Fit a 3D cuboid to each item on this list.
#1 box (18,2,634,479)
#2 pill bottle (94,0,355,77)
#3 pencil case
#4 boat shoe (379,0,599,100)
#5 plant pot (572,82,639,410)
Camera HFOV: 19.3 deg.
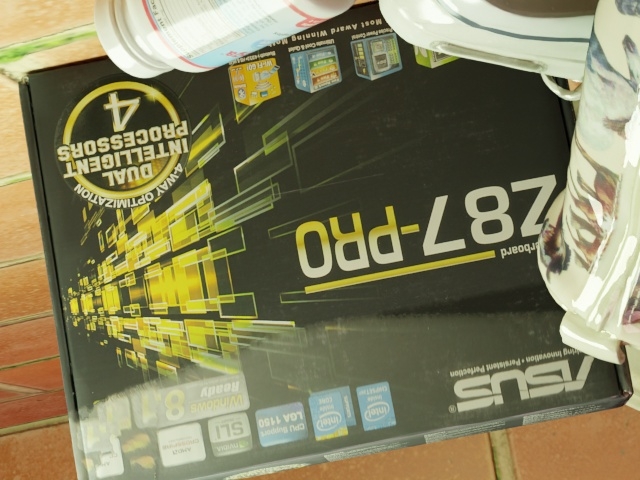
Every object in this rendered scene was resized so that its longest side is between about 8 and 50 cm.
[{"bbox_3d":[0.000,0.000,1.362,0.395,0.318,0.097,-10,170,3],"label":"box"},{"bbox_3d":[-0.059,-0.152,1.128,0.160,0.087,0.087,-19,166,39],"label":"pill bottle"},{"bbox_3d":[0.221,-0.099,1.064,0.183,0.160,0.410,-35,150,-27],"label":"pencil case"},{"bbox_3d":[0.202,-0.151,1.259,0.367,0.135,0.156,-1,166,-28],"label":"boat shoe"},{"bbox_3d":[0.330,-0.008,1.443,0.334,0.333,0.305,-11,180,1],"label":"plant pot"}]
